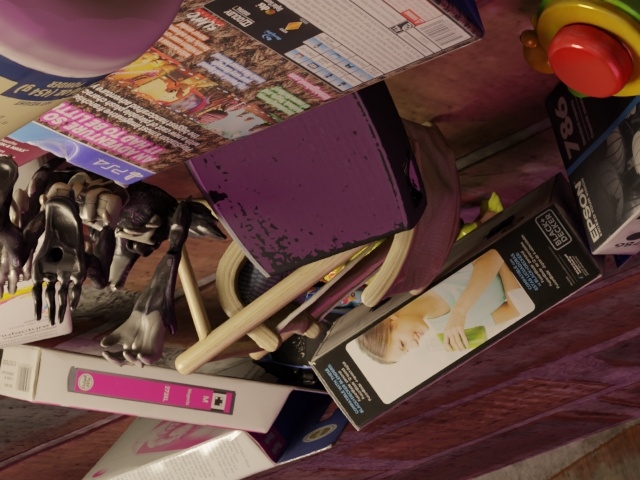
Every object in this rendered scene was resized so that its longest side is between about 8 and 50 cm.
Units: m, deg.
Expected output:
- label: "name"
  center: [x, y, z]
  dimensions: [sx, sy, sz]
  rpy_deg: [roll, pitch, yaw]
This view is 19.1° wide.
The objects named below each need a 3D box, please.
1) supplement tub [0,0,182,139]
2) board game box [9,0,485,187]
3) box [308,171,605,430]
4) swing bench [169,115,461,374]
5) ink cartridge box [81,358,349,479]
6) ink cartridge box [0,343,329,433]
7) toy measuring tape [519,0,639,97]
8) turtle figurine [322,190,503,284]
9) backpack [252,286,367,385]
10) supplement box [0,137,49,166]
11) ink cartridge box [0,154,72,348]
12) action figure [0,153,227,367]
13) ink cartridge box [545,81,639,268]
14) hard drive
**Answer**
- label: "supplement tub"
  center: [-0.256, -0.141, 1.025]
  dimensions: [0.324, 0.235, 0.235]
  rpy_deg: [-26, 159, 32]
- label: "board game box"
  center: [-0.077, -0.170, 1.236]
  dimensions: [0.291, 0.141, 0.232]
  rpy_deg: [-21, 161, 19]
- label: "box"
  center: [0.139, 0.059, 1.884]
  dimensions: [0.290, 0.087, 0.169]
  rpy_deg: [-34, -175, 14]
- label: "swing bench"
  center: [0.000, 0.000, 1.694]
  dimensions: [0.254, 0.165, 0.253]
  rpy_deg: [-19, 176, 13]
- label: "ink cartridge box"
  center: [-0.104, 0.218, 2.312]
  dimensions: [0.330, 0.071, 0.324]
  rpy_deg: [-23, -171, 19]
- label: "ink cartridge box"
  center: [-0.183, 0.165, 2.103]
  dimensions: [0.370, 0.069, 0.175]
  rpy_deg: [9, 176, -31]
- label: "toy measuring tape"
  center: [0.270, -0.179, 1.472]
  dimensions: [0.121, 0.121, 0.330]
  rpy_deg: [-1, 177, -38]
- label: "turtle figurine"
  center: [0.087, 0.007, 2.006]
  dimensions: [0.217, 0.087, 0.269]
  rpy_deg: [-14, 162, -4]
- label: "backpack"
  center: [0.007, 0.112, 2.210]
  dimensions: [0.158, 0.117, 0.173]
  rpy_deg: [5, 175, -28]
- label: "supplement box"
  center: [-0.261, -0.098, 1.409]
  dimensions: [0.188, 0.081, 0.104]
  rpy_deg: [-23, 161, 24]
- label: "ink cartridge box"
  center: [-0.324, 0.009, 1.627]
  dimensions: [0.201, 0.117, 0.278]
  rpy_deg: [-12, 162, -9]
- label: "action figure"
  center: [-0.179, 0.008, 1.419]
  dimensions: [0.164, 0.141, 0.275]
  rpy_deg: [22, -173, 15]
- label: "ink cartridge box"
  center: [0.284, -0.098, 1.717]
  dimensions: [0.065, 0.165, 0.333]
  rpy_deg: [-9, 161, -17]
- label: "hard drive"
  center: [-0.030, -0.085, 1.469]
  dimensions: [0.172, 0.054, 0.255]
  rpy_deg: [-18, 127, 12]
